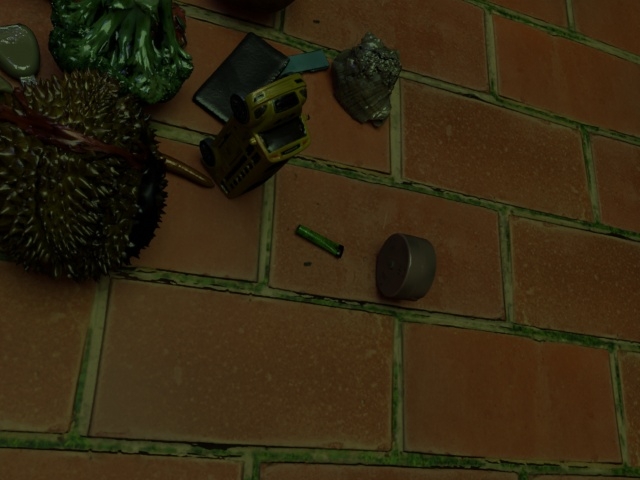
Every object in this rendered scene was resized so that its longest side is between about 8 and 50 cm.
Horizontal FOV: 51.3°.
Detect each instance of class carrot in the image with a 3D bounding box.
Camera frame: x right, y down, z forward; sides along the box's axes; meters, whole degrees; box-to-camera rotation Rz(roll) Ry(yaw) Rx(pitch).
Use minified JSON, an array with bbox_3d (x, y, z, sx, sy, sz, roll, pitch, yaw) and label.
[{"bbox_3d":[-0.312,-0.158,1.430,0.190,0.037,0.037,22,64,-18],"label":"carrot"}]

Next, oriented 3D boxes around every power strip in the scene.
[{"bbox_3d":[0.193,0.059,1.521,0.078,0.154,0.154,10,68,-23],"label":"power strip"}]

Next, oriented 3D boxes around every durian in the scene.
[{"bbox_3d":[-0.438,-0.119,1.186,0.347,0.347,0.385,10,75,-21],"label":"durian"}]

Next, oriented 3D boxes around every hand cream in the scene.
[{"bbox_3d":[0.000,0.000,1.525,0.122,0.023,0.036,28,51,-15],"label":"hand cream"}]

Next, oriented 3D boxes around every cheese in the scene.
[{"bbox_3d":[-0.607,-0.350,1.360,0.097,0.037,0.192,-21,81,-28],"label":"cheese"}]

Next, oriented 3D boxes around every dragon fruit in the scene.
[{"bbox_3d":[-0.342,-0.493,1.513,0.116,0.086,0.081,52,21,-9],"label":"dragon fruit"}]

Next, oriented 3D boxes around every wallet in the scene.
[{"bbox_3d":[-0.184,-0.378,1.566,0.124,0.025,0.244,36,67,-5],"label":"wallet"}]

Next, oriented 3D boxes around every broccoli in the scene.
[{"bbox_3d":[-0.396,-0.392,1.347,0.294,0.245,0.265,0,38,-32],"label":"broccoli"}]

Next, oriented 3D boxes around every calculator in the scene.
[{"bbox_3d":[-0.056,-0.438,1.658,0.172,0.018,0.057,-22,82,-29],"label":"calculator"}]

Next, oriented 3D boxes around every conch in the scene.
[{"bbox_3d":[0.120,-0.410,1.685,0.178,0.163,0.245,-6,91,7],"label":"conch"}]

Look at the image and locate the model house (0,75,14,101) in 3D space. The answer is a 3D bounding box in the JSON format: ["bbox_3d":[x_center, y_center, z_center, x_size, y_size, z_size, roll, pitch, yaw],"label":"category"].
[{"bbox_3d":[-0.678,-0.261,1.190,0.193,0.175,0.234,38,61,22],"label":"model house"}]

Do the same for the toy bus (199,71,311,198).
[{"bbox_3d":[-0.125,-0.209,1.366,0.145,0.331,0.151,-29,89,-30],"label":"toy bus"}]

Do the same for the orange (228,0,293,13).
[{"bbox_3d":[-0.138,-0.678,1.565,0.274,0.274,0.274,8,69,-22],"label":"orange"}]
